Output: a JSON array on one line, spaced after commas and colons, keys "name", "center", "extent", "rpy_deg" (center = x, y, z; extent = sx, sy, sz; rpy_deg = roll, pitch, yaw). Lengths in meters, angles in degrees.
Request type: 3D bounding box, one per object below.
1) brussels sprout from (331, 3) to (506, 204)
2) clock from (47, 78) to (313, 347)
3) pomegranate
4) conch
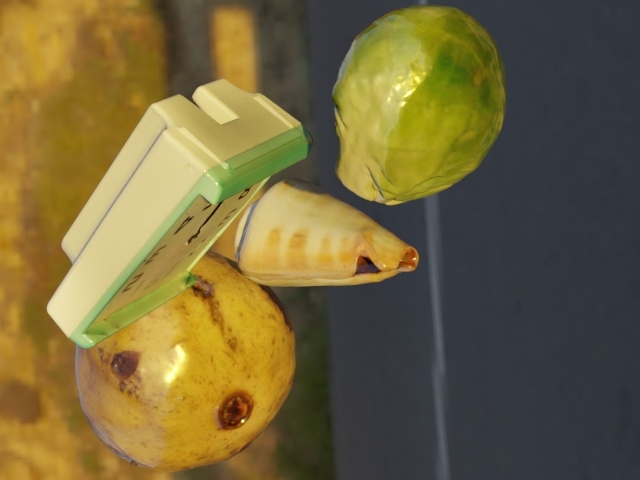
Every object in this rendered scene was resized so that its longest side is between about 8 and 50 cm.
[{"name": "brussels sprout", "center": [0.089, -0.121, 1.700], "extent": [0.144, 0.161, 0.180], "rpy_deg": [36, 124, 24]}, {"name": "clock", "center": [-0.148, -0.035, 1.844], "extent": [0.231, 0.116, 0.262], "rpy_deg": [-49, -7, 23]}, {"name": "pomegranate", "center": [-0.167, 0.148, 2.337], "extent": [0.281, 0.281, 0.281], "rpy_deg": [176, 90, -81]}, {"name": "conch", "center": [0.000, -0.012, 2.180], "extent": [0.158, 0.255, 0.127], "rpy_deg": [12, -101, -55]}]
